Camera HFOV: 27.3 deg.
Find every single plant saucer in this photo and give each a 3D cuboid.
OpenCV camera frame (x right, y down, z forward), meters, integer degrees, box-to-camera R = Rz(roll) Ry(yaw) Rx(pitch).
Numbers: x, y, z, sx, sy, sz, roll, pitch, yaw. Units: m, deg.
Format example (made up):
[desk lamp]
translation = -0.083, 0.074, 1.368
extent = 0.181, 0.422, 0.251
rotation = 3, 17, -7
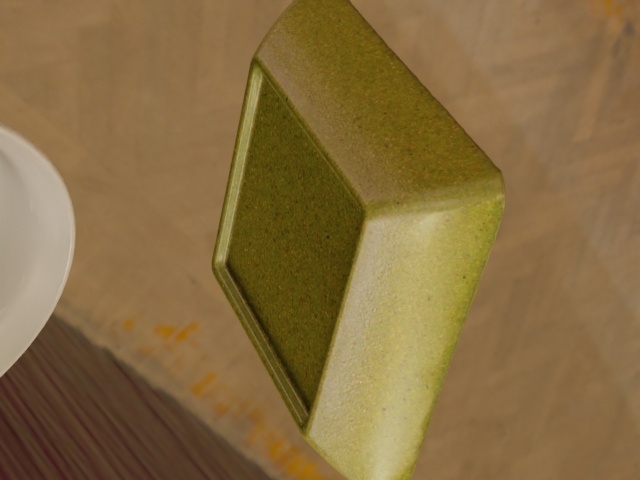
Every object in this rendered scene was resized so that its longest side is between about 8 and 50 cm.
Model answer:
[plant saucer]
translation = 0.000, 0.000, 0.621
extent = 0.045, 0.188, 0.188
rotation = -5, 129, -26

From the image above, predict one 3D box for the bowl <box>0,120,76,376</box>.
[bowl]
translation = -0.315, 0.001, 0.820
extent = 0.297, 0.134, 0.298
rotation = -26, 143, -21
